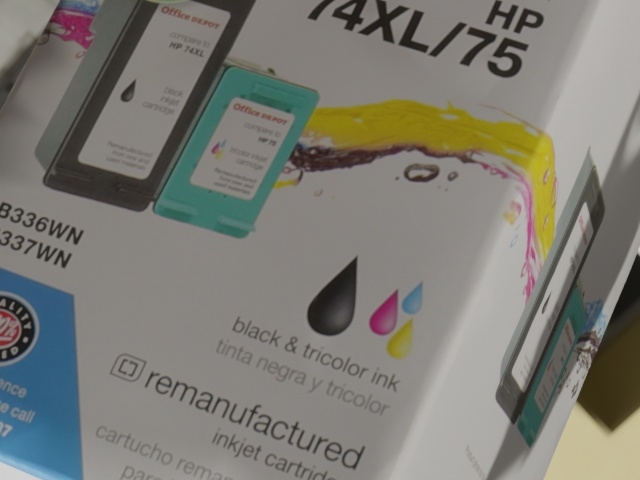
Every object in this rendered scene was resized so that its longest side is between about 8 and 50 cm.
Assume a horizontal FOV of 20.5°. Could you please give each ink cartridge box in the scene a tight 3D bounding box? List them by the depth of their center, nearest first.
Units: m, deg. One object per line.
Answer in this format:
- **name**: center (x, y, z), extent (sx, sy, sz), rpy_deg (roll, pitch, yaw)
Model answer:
- **ink cartridge box**: center (0.000, 0.000, 0.686), extent (0.198, 0.270, 0.197), rpy_deg (18, 163, 22)
